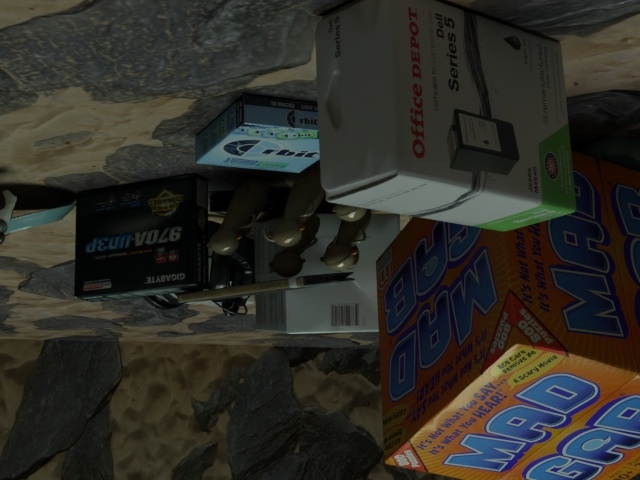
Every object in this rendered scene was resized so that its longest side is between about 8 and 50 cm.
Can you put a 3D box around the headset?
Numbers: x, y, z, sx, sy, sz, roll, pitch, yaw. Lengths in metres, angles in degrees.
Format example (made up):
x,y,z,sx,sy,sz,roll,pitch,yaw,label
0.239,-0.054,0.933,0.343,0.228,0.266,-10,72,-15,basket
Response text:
x,y,z,sx,sy,sz,roll,pitch,yaw,label
-0.224,0.037,2.166,0.243,0.185,0.394,-3,153,14,headset

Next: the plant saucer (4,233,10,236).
x,y,z,sx,sy,sz,roll,pitch,yaw,label
-0.592,-0.020,2.017,0.083,0.015,0.083,-2,167,0,plant saucer

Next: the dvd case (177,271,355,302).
x,y,z,sx,sy,sz,roll,pitch,yaw,label
-0.081,0.072,1.737,0.221,0.018,0.164,-10,176,28,dvd case

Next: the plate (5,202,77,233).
x,y,z,sx,sy,sz,roll,pitch,yaw,label
-0.480,-0.028,1.834,0.188,0.024,0.188,-13,-176,1,plate

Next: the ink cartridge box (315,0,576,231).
x,y,z,sx,sy,sz,roll,pitch,yaw,label
0.135,-0.129,1.198,0.272,0.198,0.114,8,164,-40,ink cartridge box

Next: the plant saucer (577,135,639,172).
x,y,z,sx,sy,sz,roll,pitch,yaw,label
0.425,-0.101,1.660,0.119,0.021,0.119,2,137,2,plant saucer

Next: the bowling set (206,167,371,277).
x,y,z,sx,sy,sz,roll,pitch,yaw,label
0.000,0.000,1.709,0.287,0.154,0.200,-13,126,35,bowling set

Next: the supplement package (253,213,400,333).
x,y,z,sx,sy,sz,roll,pitch,yaw,label
0.006,0.060,1.969,0.199,0.198,0.262,0,177,-15,supplement package

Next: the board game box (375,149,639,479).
x,y,z,sx,sy,sz,roll,pitch,yaw,label
0.319,0.119,1.631,0.356,0.357,0.356,15,140,-19,board game box

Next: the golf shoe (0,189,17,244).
x,y,z,sx,sy,sz,roll,pitch,yaw,label
-0.529,-0.058,1.727,0.198,0.094,0.077,21,167,34,golf shoe

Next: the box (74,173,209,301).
x,y,z,sx,sy,sz,roll,pitch,yaw,label
-0.280,-0.001,1.779,0.220,0.175,0.051,-6,167,23,box

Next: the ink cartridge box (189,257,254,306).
x,y,z,sx,sy,sz,roll,pitch,yaw,label
-0.223,0.090,2.414,0.143,0.090,0.092,8,164,-42,ink cartridge box

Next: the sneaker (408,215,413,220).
x,y,z,sx,sy,sz,roll,pitch,yaw,label
0.222,-0.013,1.921,0.111,0.131,0.296,-2,169,-10,sneaker

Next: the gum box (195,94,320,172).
x,y,z,sx,sy,sz,roll,pitch,yaw,label
-0.062,-0.137,1.502,0.157,0.041,0.184,4,166,-25,gum box

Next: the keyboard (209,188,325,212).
x,y,z,sx,sy,sz,roll,pitch,yaw,label
-0.086,-0.069,1.871,0.192,0.038,0.100,-2,-169,-6,keyboard
